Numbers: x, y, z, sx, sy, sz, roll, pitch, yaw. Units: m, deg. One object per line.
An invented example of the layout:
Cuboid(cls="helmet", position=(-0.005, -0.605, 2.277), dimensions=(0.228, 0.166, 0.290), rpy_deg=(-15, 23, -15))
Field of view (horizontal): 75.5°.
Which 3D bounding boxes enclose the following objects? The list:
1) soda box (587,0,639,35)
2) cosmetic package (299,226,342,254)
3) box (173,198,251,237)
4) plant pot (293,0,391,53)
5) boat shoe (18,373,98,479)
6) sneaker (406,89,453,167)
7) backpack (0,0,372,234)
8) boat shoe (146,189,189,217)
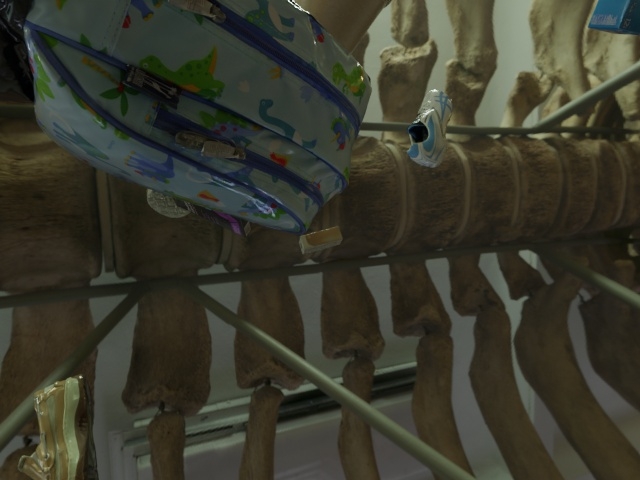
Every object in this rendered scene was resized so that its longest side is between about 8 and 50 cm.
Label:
Cuboid(cls="soda box", position=(0.561, -0.478, 0.719), dimensions=(0.071, 0.067, 0.210), rpy_deg=(-1, -62, -21))
Cuboid(cls="cosmetic package", position=(0.000, 0.000, 1.169), dimensions=(0.115, 0.060, 0.041), rpy_deg=(-15, -105, -12))
Cuboid(cls="box", position=(-0.211, -0.070, 0.774), dimensions=(0.162, 0.116, 0.029), rpy_deg=(25, -113, 8))
Cuboid(cls="plant pot", position=(0.050, -0.734, 1.276), dimensions=(0.333, 0.334, 0.306), rpy_deg=(27, -91, -23))
Cuboid(cls="boat shoe", position=(-0.298, 0.248, 0.468), dimensions=(0.072, 0.190, 0.068), rpy_deg=(-11, -48, -23))
Cuboid(cls="sneaker", position=(0.240, -0.264, 0.923), dimensions=(0.086, 0.085, 0.237), rpy_deg=(25, -126, -15))
Cuboid(cls="backpack", position=(-0.121, -0.147, 0.412), dimensions=(0.355, 0.290, 0.274), rpy_deg=(2, -90, -37))
Cuboid(cls="boat shoe", position=(-0.278, -0.233, 1.080), dimensions=(0.186, 0.500, 0.156), rpy_deg=(36, -140, -32))
